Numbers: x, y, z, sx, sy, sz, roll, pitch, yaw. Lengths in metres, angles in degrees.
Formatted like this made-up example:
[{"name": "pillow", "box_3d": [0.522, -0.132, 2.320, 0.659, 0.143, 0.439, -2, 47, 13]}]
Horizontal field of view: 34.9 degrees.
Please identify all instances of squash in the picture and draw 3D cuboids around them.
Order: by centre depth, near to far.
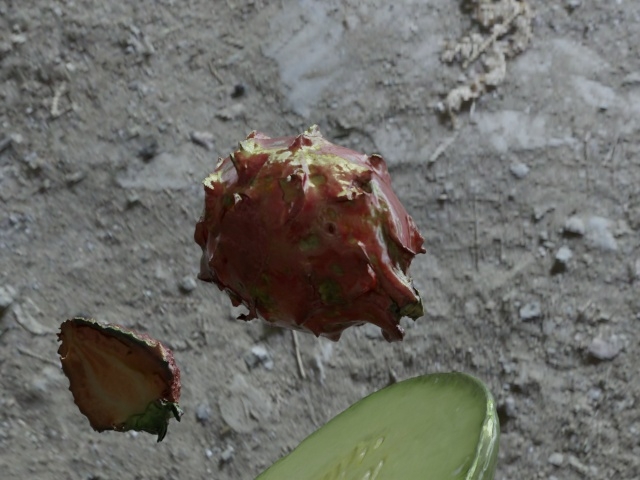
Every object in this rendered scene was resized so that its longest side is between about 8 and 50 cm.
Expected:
[{"name": "squash", "box_3d": [-0.025, 0.159, 0.504, 0.189, 0.261, 0.189, 3, 38, -3]}]

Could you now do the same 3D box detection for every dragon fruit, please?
[{"name": "dragon fruit", "box_3d": [0.000, 0.000, 1.015, 0.268, 0.205, 0.210, 34, 42, 28]}]

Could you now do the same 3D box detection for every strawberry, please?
[{"name": "strawberry", "box_3d": [-0.251, 0.178, 1.318, 0.192, 0.085, 0.140, 9, 89, 17]}]
